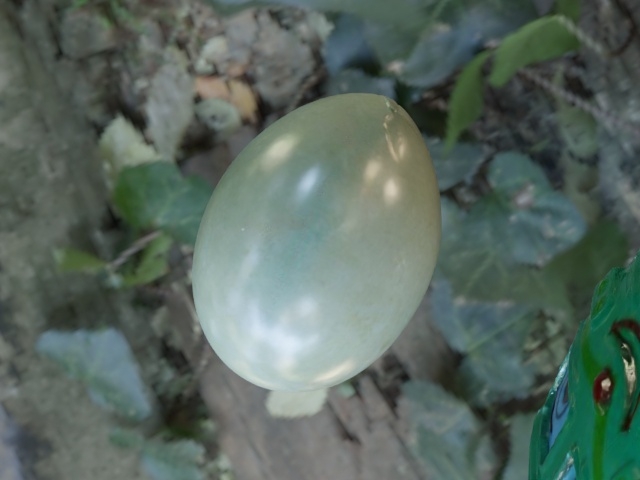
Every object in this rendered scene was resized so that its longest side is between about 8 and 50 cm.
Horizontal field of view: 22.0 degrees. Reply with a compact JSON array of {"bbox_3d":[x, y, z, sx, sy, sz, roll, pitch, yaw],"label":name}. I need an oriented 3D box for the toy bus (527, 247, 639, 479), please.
[{"bbox_3d":[0.262,0.129,0.771,0.344,0.183,0.199,22,131,-16],"label":"toy bus"}]

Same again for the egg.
[{"bbox_3d":[0.000,0.000,0.795,0.114,0.114,0.152,24,86,36],"label":"egg"}]
